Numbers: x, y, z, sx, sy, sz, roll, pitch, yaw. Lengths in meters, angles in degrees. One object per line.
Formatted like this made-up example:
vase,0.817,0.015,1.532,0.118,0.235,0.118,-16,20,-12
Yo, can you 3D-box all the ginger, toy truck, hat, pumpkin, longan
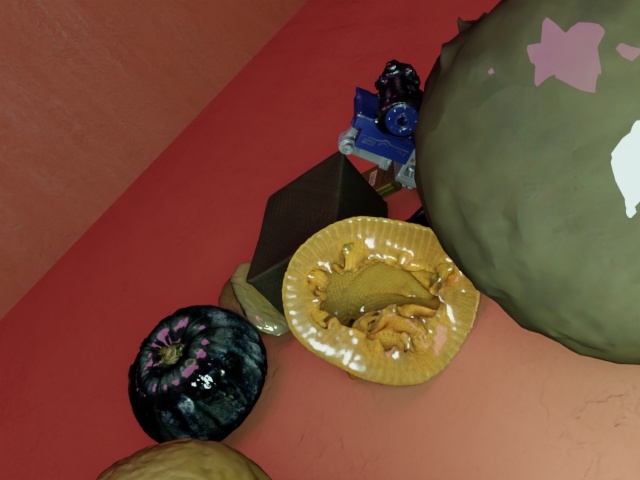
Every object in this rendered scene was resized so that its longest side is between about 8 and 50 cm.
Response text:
ginger,-0.116,0.129,1.319,0.122,0.115,0.193,-60,28,18
toy truck,0.146,-0.173,1.249,0.161,0.213,0.177,-86,19,-55
hat,0.065,0.092,1.062,0.244,0.233,0.233,-39,-4,-15
pumpkin,-0.194,0.214,1.199,0.233,0.163,0.233,-25,39,22
longan,0.286,-0.098,0.711,0.404,0.404,0.435,-35,30,19

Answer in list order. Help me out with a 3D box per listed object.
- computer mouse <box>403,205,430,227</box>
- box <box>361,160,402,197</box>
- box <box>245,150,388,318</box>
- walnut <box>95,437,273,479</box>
computer mouse,0.187,-0.018,1.092,0.242,0.077,0.146,-13,41,48
box,0.101,-0.105,1.418,0.133,0.023,0.090,-26,29,33
box,0.002,0.002,1.262,0.184,0.143,0.273,-32,26,24
walnut,-0.153,0.359,0.782,0.333,0.333,0.332,-34,27,20
